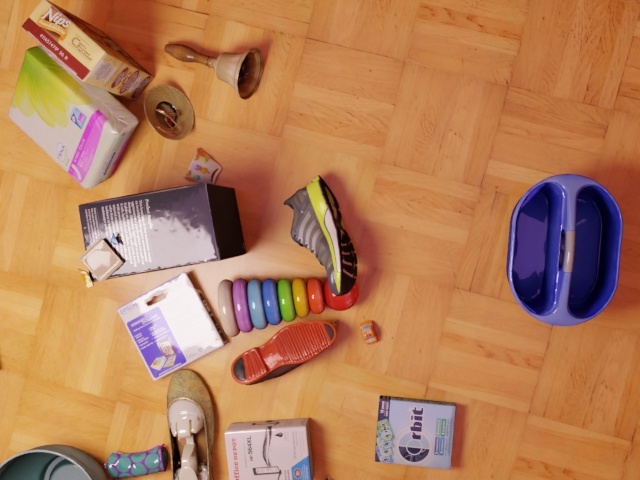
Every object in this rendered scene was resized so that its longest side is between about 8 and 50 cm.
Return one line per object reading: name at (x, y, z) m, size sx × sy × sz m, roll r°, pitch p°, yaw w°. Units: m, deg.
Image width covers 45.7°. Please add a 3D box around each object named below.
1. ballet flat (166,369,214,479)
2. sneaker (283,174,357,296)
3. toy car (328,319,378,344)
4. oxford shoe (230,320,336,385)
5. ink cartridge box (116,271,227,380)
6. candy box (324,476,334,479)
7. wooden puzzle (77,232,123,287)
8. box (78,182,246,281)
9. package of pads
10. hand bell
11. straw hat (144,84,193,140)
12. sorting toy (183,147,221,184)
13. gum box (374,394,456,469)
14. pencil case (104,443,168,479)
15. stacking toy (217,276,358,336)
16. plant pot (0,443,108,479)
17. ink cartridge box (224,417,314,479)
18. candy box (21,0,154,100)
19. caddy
ballet flat at (-0.322, 0.497, 1.866) m, size 0.123 × 0.123 × 0.348 m, roll -4°, pitch 92°, yaw 6°
sneaker at (0.000, 0.000, 1.801) m, size 0.121 × 0.111 × 0.300 m, roll -25°, pitch 64°, yaw 19°
toy car at (0.079, 0.226, 1.850) m, size 0.122 × 0.040 × 0.060 m, roll 0°, pitch 92°, yaw 5°
oxford shoe at (-0.082, 0.272, 1.845) m, size 0.271 × 0.098 × 0.097 m, roll -23°, pitch 67°, yaw 7°
ink cartridge box at (-0.370, 0.212, 1.893) m, size 0.206 × 0.045 × 0.208 m, roll -28°, pitch 90°, yaw 6°
candy box at (0.059, 0.705, 1.857) m, size 0.196 × 0.070 × 0.165 m, roll 29°, pitch 95°, yaw 5°
wooden puzzle at (-0.467, 0.043, 1.615) m, size 0.116 × 0.014 × 0.078 m, roll -35°, pitch 92°, yaw 6°
box at (-0.352, -0.023, 1.758) m, size 0.294 × 0.296 × 0.182 m, roll -9°, pitch 91°, yaw 5°
package of pads at (-0.599, -0.293, 1.823) m, size 0.296 × 0.101 × 0.229 m, roll 43°, pitch 132°, yaw 3°
hand bell at (-0.274, -0.434, 1.842) m, size 0.242 × 0.126 × 0.126 m, roll 19°, pitch 94°, yaw 17°
straw hat at (-0.384, -0.304, 1.863) m, size 0.061 × 0.144 × 0.144 m, roll -22°, pitch 90°, yaw 49°
sorting toy at (-0.287, -0.174, 1.877) m, size 0.075 × 0.045 × 0.083 m, roll 24°, pitch 95°, yaw -15°
gum box at (0.229, 0.465, 1.844) m, size 0.184 × 0.041 × 0.157 m, roll 4°, pitch 93°, yaw 5°
pencil case at (-0.460, 0.556, 1.907) m, size 0.152 × 0.064 × 0.070 m, roll -10°, pitch 84°, yaw 6°
stacking toy at (-0.074, 0.138, 1.824) m, size 0.330 × 0.141 × 0.141 m, roll -10°, pitch 91°, yaw 1°
plant pot at (-0.641, 0.629, 1.862) m, size 0.293 × 0.196 × 0.293 m, roll 0°, pitch 92°, yaw 5°
ink cartridge box at (-0.124, 0.522, 1.860) m, size 0.203 × 0.086 × 0.148 m, roll -6°, pitch 92°, yaw 5°
candy box at (-0.522, -0.429, 1.745) m, size 0.183 × 0.316 × 0.087 m, roll 42°, pitch 96°, yaw 3°
caddy at (0.548, 0.021, 1.725) m, size 0.241 × 0.179 × 0.341 m, roll 4°, pitch 92°, yaw 5°
